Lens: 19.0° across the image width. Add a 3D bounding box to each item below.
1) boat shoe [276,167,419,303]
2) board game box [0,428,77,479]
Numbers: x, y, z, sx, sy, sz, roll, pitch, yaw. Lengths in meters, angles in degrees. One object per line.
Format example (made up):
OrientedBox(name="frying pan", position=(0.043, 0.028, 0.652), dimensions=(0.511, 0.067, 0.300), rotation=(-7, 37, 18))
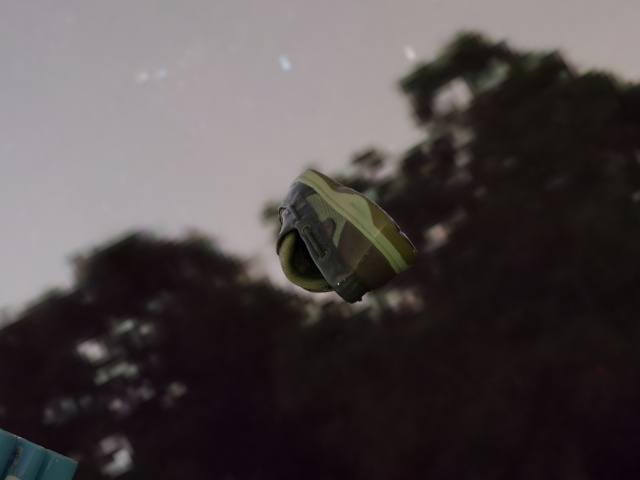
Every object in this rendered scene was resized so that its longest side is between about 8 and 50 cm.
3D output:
OrientedBox(name="boat shoe", position=(0.001, 0.001, 1.409), dimensions=(0.073, 0.080, 0.223), rotation=(-39, 17, -10))
OrientedBox(name="board game box", position=(-0.084, 0.199, 1.214), dimensions=(0.390, 0.390, 0.050), rotation=(81, -146, -78))
